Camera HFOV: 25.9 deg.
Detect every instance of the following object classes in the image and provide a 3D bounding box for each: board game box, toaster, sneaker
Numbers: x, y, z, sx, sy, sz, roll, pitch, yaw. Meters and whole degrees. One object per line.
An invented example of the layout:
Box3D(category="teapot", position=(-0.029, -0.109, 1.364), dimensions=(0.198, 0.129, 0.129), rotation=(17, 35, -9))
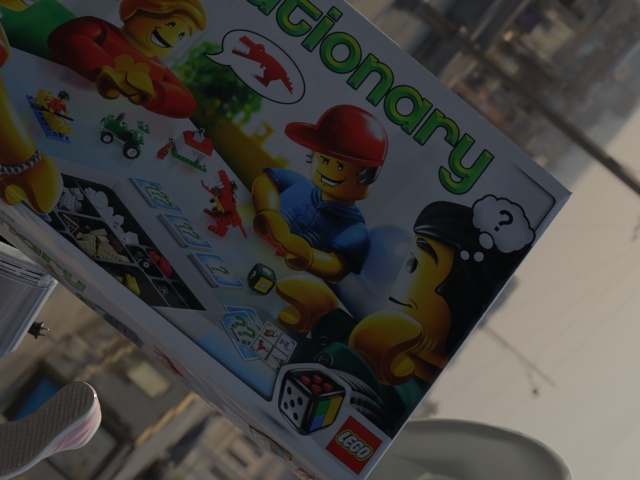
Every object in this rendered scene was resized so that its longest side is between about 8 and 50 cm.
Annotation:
Box3D(category="board game box", position=(-0.050, -0.044, 0.676), dimensions=(0.193, 0.305, 0.053), rotation=(-52, -176, -19))
Box3D(category="toaster", position=(-0.375, 0.028, 1.515), dimensions=(0.146, 0.227, 0.129), rotation=(-50, -156, 32))
Box3D(category="sneaker", position=(-0.260, 0.186, 1.287), dimensions=(0.134, 0.051, 0.070), rotation=(-34, 159, -11))

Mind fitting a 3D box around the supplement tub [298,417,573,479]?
Box3D(category="supplement tub", position=(0.088, 0.322, 1.046), dimensions=(0.235, 0.235, 0.324), rotation=(-38, 129, -62))
